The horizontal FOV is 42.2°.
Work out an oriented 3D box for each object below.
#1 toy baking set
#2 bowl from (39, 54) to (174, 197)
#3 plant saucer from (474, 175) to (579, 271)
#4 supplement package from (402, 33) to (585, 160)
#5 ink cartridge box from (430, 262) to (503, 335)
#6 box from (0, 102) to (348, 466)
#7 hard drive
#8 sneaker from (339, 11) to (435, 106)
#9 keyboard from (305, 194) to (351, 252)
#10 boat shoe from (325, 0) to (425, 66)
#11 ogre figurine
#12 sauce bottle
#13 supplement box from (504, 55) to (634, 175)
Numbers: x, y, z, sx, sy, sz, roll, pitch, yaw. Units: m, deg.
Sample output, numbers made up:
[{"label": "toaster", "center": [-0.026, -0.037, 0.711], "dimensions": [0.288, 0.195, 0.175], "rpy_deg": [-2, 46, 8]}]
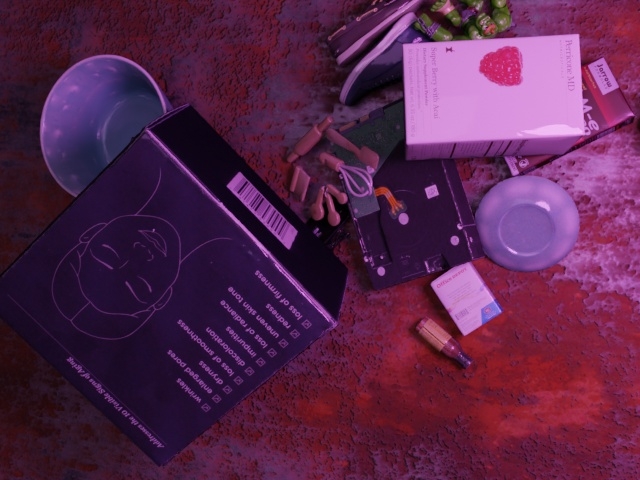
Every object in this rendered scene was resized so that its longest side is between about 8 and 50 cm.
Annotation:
[{"label": "toy baking set", "center": [0.024, -0.145, 1.662], "dimensions": [0.256, 0.030, 0.196], "rpy_deg": [-45, 69, 44]}, {"label": "bowl", "center": [-0.431, -0.230, 1.800], "dimensions": [0.311, 0.163, 0.311], "rpy_deg": [0, 89, 18]}, {"label": "plant saucer", "center": [0.387, -0.024, 1.559], "dimensions": [0.195, 0.037, 0.195], "rpy_deg": [5, 112, 13]}, {"label": "supplement package", "center": [0.291, -0.244, 1.444], "dimensions": [0.293, 0.175, 0.177], "rpy_deg": [-3, 85, 5]}, {"label": "ink cartridge box", "center": [0.285, 0.110, 1.618], "dimensions": [0.088, 0.052, 0.122], "rpy_deg": [-35, 80, 15]}, {"label": "box", "center": [-0.280, 0.083, 1.595], "dimensions": [0.472, 0.297, 0.480], "rpy_deg": [-41, 99, 16]}, {"label": "hard drive", "center": [0.162, -0.093, 1.621], "dimensions": [0.237, 0.064, 0.339], "rpy_deg": [-22, 83, 35]}, {"label": "sneaker", "center": [0.156, -0.314, 1.645], "dimensions": [0.163, 0.086, 0.226], "rpy_deg": [48, 110, 8]}, {"label": "keyboard", "center": [0.000, 0.000, 1.731], "dimensions": [0.192, 0.038, 0.100], "rpy_deg": [-47, 53, 14]}, {"label": "boat shoe", "center": [0.110, -0.443, 1.661], "dimensions": [0.228, 0.081, 0.068], "rpy_deg": [-35, 83, 18]}, {"label": "ogre figurine", "center": [0.291, -0.427, 1.595], "dimensions": [0.197, 0.097, 0.118], "rpy_deg": [-33, 87, -29]}, {"label": "sauce bottle", "center": [0.245, 0.204, 1.637], "dimensions": [0.128, 0.042, 0.042], "rpy_deg": [43, 102, 14]}, {"label": "supplement box", "center": [0.446, -0.227, 1.554], "dimensions": [0.239, 0.073, 0.130], "rpy_deg": [-27, 81, 16]}]
